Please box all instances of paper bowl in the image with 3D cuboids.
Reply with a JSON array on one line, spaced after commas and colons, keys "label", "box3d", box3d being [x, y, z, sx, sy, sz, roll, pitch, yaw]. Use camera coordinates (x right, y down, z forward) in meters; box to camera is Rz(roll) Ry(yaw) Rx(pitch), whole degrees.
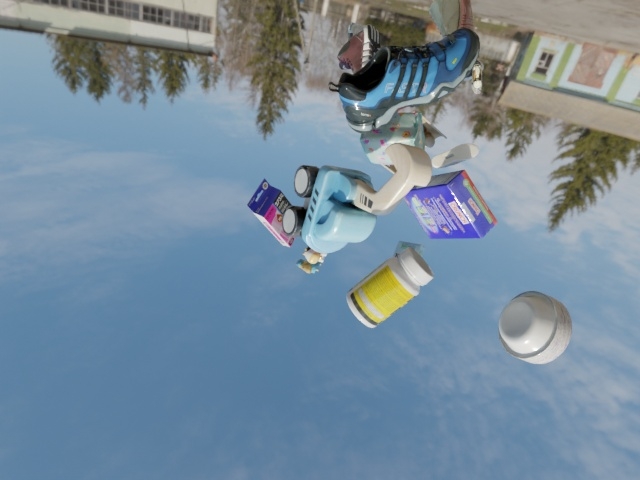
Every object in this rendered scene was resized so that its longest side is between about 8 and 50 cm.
[{"label": "paper bowl", "box3d": [0.849, 0.344, 1.732, 0.147, 0.284, 0.284, 22, -156, -19]}]

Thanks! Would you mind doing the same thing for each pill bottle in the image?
[{"label": "pill bottle", "box3d": [0.178, 0.119, 1.089, 0.119, 0.208, 0.119, 41, -160, -19]}]

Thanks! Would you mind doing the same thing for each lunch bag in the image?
[{"label": "lunch bag", "box3d": [0.296, -0.381, 1.682, 0.223, 0.160, 0.262, 6, 162, 22]}]

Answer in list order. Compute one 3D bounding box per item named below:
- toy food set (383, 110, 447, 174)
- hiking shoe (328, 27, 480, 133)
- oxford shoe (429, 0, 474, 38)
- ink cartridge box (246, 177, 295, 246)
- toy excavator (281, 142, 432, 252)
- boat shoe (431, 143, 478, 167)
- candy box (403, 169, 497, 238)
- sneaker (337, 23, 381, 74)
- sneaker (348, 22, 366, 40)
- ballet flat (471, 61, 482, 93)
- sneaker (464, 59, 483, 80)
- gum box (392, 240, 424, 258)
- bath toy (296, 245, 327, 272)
[{"label": "toy food set", "box3d": [0.415, -0.449, 2.017, 0.219, 0.306, 0.093, 26, -140, -35]}, {"label": "hiking shoe", "box3d": [0.174, -0.332, 0.834, 0.132, 0.303, 0.113, 48, -168, -53]}, {"label": "oxford shoe", "box3d": [0.473, -0.799, 1.545, 0.146, 0.398, 0.140, 10, -162, 31]}, {"label": "ink cartridge box", "box3d": [-0.221, -0.136, 2.199, 0.069, 0.371, 0.176, 13, -115, 38]}, {"label": "toy excavator", "box3d": [0.111, -0.119, 1.299, 0.222, 0.434, 0.445, 3, -155, -35]}, {"label": "boat shoe", "box3d": [0.533, -0.329, 1.689, 0.184, 0.066, 0.063, -24, 173, 12]}, {"label": "candy box", "box3d": [0.522, -0.139, 1.765, 0.122, 0.268, 0.317, -42, -163, -17]}, {"label": "sneaker", "box3d": [0.134, -0.613, 1.531, 0.162, 0.282, 0.106, -5, 167, 43]}, {"label": "sneaker", "box3d": [0.169, -0.827, 1.690, 0.082, 0.072, 0.191, 17, -145, 20]}, {"label": "ballet flat", "box3d": [0.593, -0.615, 1.611, 0.041, 0.115, 0.041, -7, -163, 2]}, {"label": "sneaker", "box3d": [0.634, -0.856, 2.036, 0.146, 0.105, 0.296, 13, -160, -38]}, {"label": "gum box", "box3d": [0.471, 0.100, 2.348, 0.156, 0.185, 0.041, 12, 163, 47]}, {"label": "bath toy", "box3d": [0.000, 0.000, 2.158, 0.128, 0.349, 0.151, 28, -157, -1]}]
